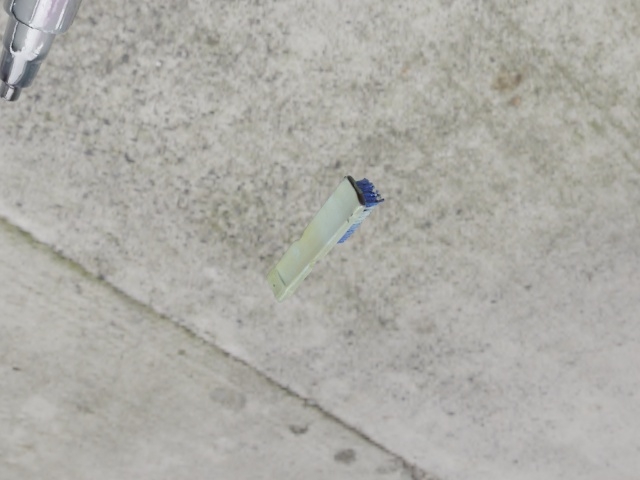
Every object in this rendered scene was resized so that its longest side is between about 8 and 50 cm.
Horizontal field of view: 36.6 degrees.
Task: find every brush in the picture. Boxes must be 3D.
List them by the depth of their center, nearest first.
[{"bbox_3d":[-0.001,0.000,0.803,0.030,0.033,0.178,-20,162,-34],"label":"brush"}]

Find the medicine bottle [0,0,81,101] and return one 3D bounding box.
[{"bbox_3d":[-0.092,-0.139,0.376,0.058,0.057,0.199,19,118,-19],"label":"medicine bottle"}]
